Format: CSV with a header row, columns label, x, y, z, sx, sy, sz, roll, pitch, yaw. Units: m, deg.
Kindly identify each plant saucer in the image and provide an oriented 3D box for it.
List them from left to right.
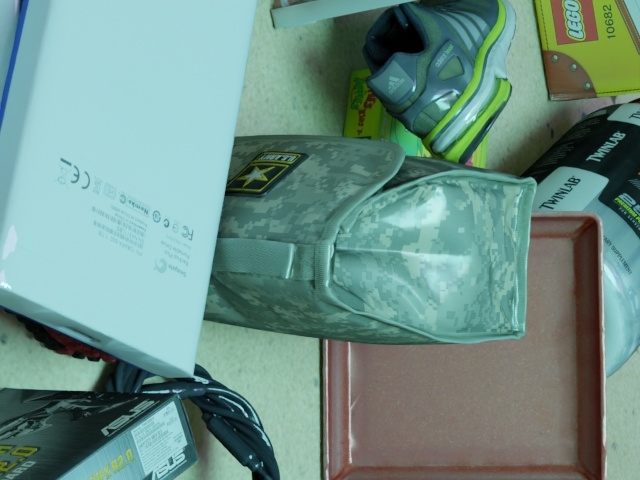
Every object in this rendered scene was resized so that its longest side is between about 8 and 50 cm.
label,x,y,z,sx,sy,sz,roll,pitch,yaw
plant saucer,0.131,0.103,1.588,0.048,0.259,0.258,65,25,-87

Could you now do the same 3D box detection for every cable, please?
label,x,y,z,sx,sy,sz,roll,pitch,yaw
cable,-0.104,0.171,1.377,0.184,0.047,0.150,37,41,-14

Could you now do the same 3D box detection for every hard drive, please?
label,x,y,z,sx,sy,sz,roll,pitch,yaw
hard drive,-0.139,-0.085,1.220,0.210,0.040,0.319,31,61,-49

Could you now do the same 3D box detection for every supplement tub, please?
label,x,y,z,sx,sy,sz,roll,pitch,yaw
supplement tub,0.297,-0.011,1.786,0.338,0.207,0.207,-41,119,-44

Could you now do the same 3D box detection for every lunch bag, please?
label,x,y,z,sx,sy,sz,roll,pitch,yaw
lunch bag,0.000,0.000,1.395,0.287,0.235,0.169,2,92,-52

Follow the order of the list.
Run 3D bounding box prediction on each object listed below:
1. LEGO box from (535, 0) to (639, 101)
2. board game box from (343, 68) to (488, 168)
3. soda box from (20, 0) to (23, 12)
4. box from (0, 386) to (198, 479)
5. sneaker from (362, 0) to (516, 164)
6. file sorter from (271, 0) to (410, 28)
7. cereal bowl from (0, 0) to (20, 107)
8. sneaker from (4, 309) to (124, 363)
label,x,y,z,sx,sy,sz,roll,pitch,yaw
LEGO box,0.390,-0.440,1.935,0.372,0.193,0.500,-21,105,-50
board game box,0.095,-0.096,1.670,0.181,0.043,0.092,21,71,-49
soda box,-0.178,-0.233,1.301,0.098,0.091,0.286,50,52,-39
box,-0.223,0.173,1.152,0.231,0.183,0.056,-33,114,-46
sneaker,0.106,-0.183,1.582,0.121,0.111,0.300,36,24,-15
file sorter,0.101,-0.307,1.506,0.193,0.277,0.173,-28,108,-48
cereal bowl,-0.327,-0.159,1.042,0.339,0.141,0.339,2,90,-69
sneaker,-0.183,0.003,1.275,0.262,0.104,0.125,40,56,-42
